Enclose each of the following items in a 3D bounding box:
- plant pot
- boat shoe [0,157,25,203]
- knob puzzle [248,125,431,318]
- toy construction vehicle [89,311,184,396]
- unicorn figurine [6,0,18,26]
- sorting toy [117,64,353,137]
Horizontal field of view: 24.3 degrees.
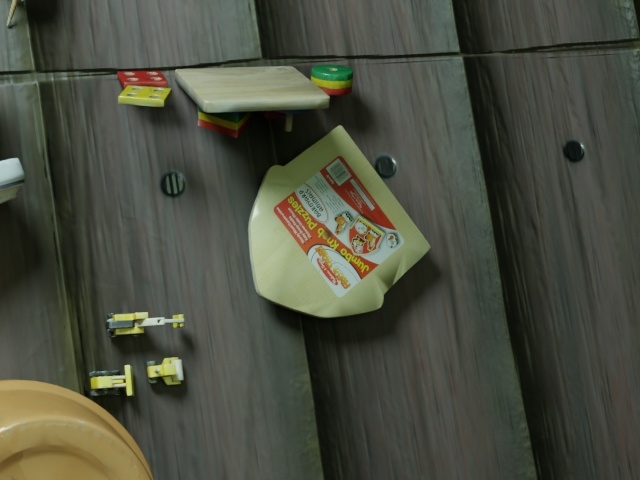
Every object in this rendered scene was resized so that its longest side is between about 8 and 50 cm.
[{"bbox_3d":[-0.266,0.266,1.351,0.291,0.203,0.290,4,80,-22],"label":"plant pot"},{"bbox_3d":[-0.392,0.009,1.407,0.267,0.096,0.088,-29,96,-23],"label":"boat shoe"},{"bbox_3d":[0.000,0.000,1.605,0.213,0.030,0.213,4,79,-23],"label":"knob puzzle"},{"bbox_3d":[-0.183,0.114,1.505,0.098,0.035,0.085,1,80,-22],"label":"toy construction vehicle"},{"bbox_3d":[-0.306,-0.320,1.521,0.111,0.060,0.162,41,68,-10],"label":"unicorn figurine"},{"bbox_3d":[-0.082,-0.143,1.552,0.275,0.132,0.046,-4,111,-19],"label":"sorting toy"}]
